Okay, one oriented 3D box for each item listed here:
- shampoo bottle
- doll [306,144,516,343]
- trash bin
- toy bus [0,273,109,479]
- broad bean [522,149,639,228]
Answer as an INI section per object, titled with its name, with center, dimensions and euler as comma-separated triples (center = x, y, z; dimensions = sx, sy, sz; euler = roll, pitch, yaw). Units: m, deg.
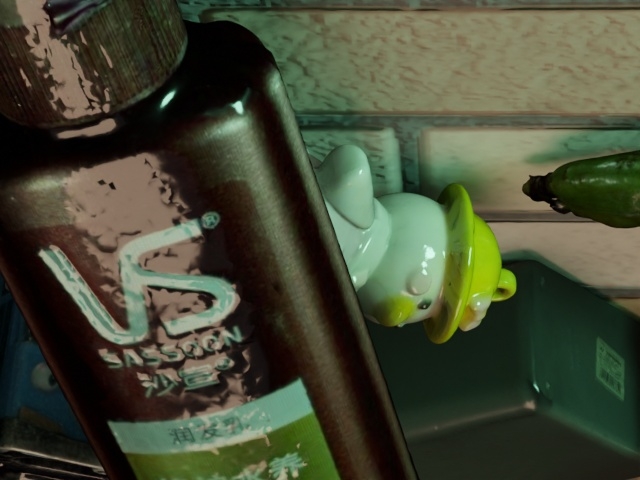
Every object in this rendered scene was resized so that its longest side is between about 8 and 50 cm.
[shampoo bottle]
center = -0.053, 0.013, 0.645
dimensions = 0.129, 0.084, 0.323
euler = -12, 132, 7
[doll]
center = 0.000, 0.000, 0.755
dimensions = 0.207, 0.081, 0.129
euler = 13, 146, -27
[trash bin]
center = 0.058, 0.096, 0.956
dimensions = 0.236, 0.101, 0.177
euler = -17, 148, 35
[toy bus]
center = -0.150, 0.083, 0.899
dimensions = 0.116, 0.133, 0.234
euler = 17, 158, -27
[broad bean]
center = 0.190, -0.012, 0.751
dimensions = 0.195, 0.046, 0.061
euler = 12, 167, -10
